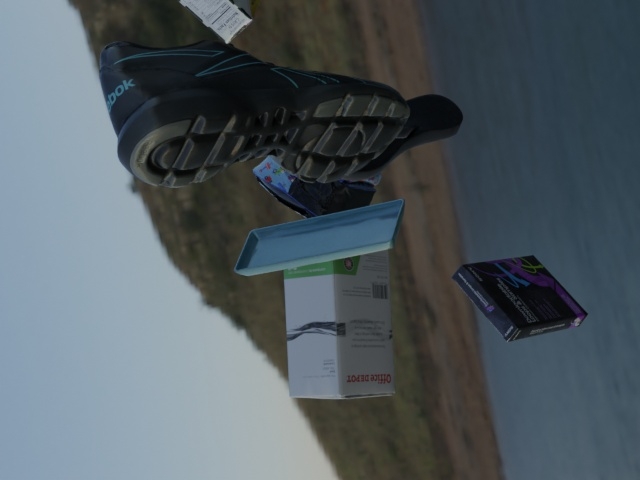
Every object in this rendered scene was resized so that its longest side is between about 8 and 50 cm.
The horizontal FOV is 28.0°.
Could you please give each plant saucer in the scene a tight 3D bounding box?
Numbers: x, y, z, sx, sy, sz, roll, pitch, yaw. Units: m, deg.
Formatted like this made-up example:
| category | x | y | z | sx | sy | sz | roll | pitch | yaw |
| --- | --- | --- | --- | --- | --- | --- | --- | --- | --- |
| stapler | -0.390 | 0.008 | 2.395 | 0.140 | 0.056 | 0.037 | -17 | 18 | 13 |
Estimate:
| category | x | y | z | sx | sy | sz | roll | pitch | yaw |
| --- | --- | --- | --- | --- | --- | --- | --- | --- | --- |
| plant saucer | 0.000 | 0.000 | 1.353 | 0.018 | 0.192 | 0.067 | 59 | -146 | -33 |

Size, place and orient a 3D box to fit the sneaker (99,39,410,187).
| category | x | y | z | sx | sy | sz | roll | pitch | yaw |
| --- | --- | --- | --- | --- | --- | --- | --- | --- | --- |
| sneaker | -0.044 | -0.109 | 0.967 | 0.101 | 0.267 | 0.106 | -55 | 54 | 35 |

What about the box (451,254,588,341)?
| category | x | y | z | sx | sy | sz | roll | pitch | yaw |
| --- | --- | --- | --- | --- | --- | --- | --- | --- | --- |
| box | 0.257 | 0.072 | 1.645 | 0.116 | 0.162 | 0.029 | 50 | 126 | 28 |

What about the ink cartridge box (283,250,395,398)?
| category | x | y | z | sx | sy | sz | roll | pitch | yaw |
| --- | --- | --- | --- | --- | --- | --- | --- | --- | --- |
| ink cartridge box | 0.028 | 0.115 | 1.827 | 0.160 | 0.093 | 0.219 | 8 | -102 | -57 |

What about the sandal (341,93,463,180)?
| category | x | y | z | sx | sy | sz | roll | pitch | yaw |
| --- | --- | --- | --- | --- | --- | --- | --- | --- | --- |
| sandal | 0.092 | -0.157 | 1.763 | 0.097 | 0.254 | 0.054 | 44 | 141 | 24 |

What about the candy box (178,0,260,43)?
| category | x | y | z | sx | sy | sz | roll | pitch | yaw |
| --- | --- | --- | --- | --- | --- | --- | --- | --- | --- |
| candy box | -0.198 | -0.448 | 2.067 | 0.233 | 0.071 | 0.159 | 41 | -145 | -21 |

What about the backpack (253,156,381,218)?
| category | x | y | z | sx | sy | sz | roll | pitch | yaw |
| --- | --- | --- | --- | --- | --- | --- | --- | --- | --- |
| backpack | -0.011 | -0.100 | 2.042 | 0.117 | 0.173 | 0.158 | -62 | -23 | 10 |
